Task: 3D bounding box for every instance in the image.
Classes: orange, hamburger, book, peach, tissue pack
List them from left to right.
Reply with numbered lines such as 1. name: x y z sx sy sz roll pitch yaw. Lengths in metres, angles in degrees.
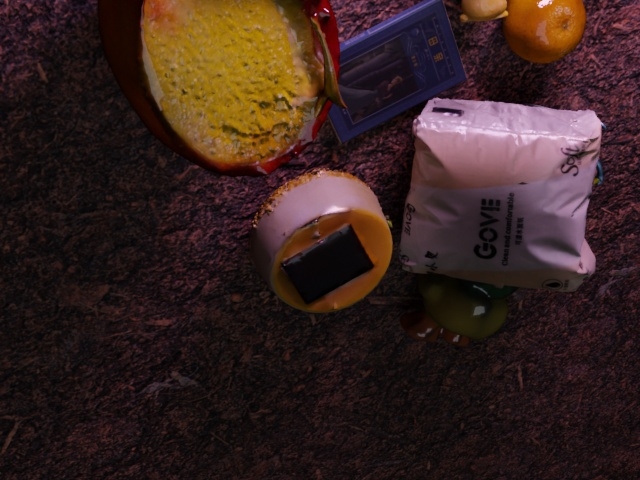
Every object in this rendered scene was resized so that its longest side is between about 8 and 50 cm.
1. peach: -0.153 -0.307 1.445 0.335 0.310 0.406 -34 126 0
2. hamburger: 0.000 0.000 1.857 0.276 0.179 0.294 -33 130 2
3. book: 0.122 -0.308 1.751 0.269 0.025 0.191 -27 133 0
4. tissue pack: 0.340 -0.085 1.843 0.390 0.195 0.375 4 122 11
5. orange: 0.398 -0.395 1.733 0.155 0.134 0.154 -8 109 -26

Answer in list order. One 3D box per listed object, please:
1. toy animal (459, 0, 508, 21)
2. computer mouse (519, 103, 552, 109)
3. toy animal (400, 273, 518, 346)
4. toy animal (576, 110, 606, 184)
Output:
1. toy animal: 0.278 -0.460 1.665 0.083 0.070 0.159 -14 127 -9
2. computer mouse: 0.456 -0.152 1.953 0.097 0.159 0.288 -36 136 -36
3. toy animal: 0.330 0.102 2.072 0.216 0.191 0.338 10 123 -29
4. toy animal: 0.544 -0.167 2.005 0.103 0.100 0.208 13 125 10
